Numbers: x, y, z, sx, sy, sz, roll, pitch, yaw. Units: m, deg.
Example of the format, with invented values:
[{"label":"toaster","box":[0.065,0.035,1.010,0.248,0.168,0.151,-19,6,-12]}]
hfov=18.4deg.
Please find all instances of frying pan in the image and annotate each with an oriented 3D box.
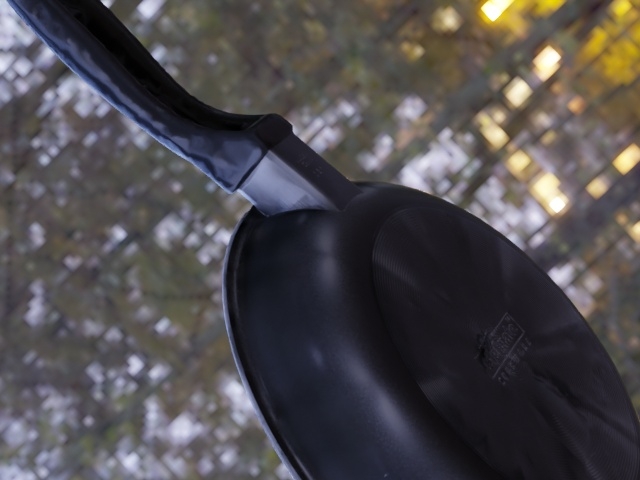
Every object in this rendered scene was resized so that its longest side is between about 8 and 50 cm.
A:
[{"label":"frying pan","box":[0.018,0.001,0.716,0.197,0.053,0.326,-3,-122,-54]}]
